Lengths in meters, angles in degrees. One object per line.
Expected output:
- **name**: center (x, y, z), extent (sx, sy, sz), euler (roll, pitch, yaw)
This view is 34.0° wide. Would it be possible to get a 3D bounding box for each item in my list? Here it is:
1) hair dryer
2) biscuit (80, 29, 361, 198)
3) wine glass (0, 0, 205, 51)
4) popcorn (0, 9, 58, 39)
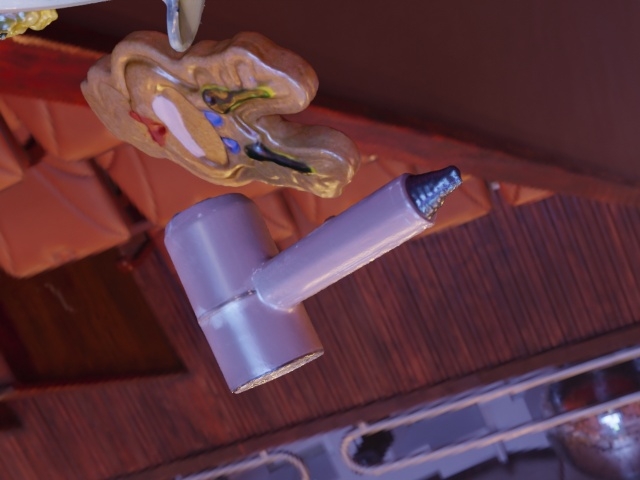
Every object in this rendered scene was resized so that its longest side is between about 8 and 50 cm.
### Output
- **hair dryer**: center (0.000, 0.000, 0.988), extent (0.344, 0.189, 0.107), euler (-32, 168, 38)
- **biscuit**: center (-0.118, -0.125, 1.057), extent (0.334, 0.202, 0.047), euler (11, -124, 38)
- **wine glass**: center (-0.132, -0.131, 0.478), extent (0.155, 0.073, 0.073), euler (8, -161, 2)
- **popcorn**: center (-0.477, -0.407, 1.547), extent (0.218, 0.189, 0.169), euler (15, -139, 9)
